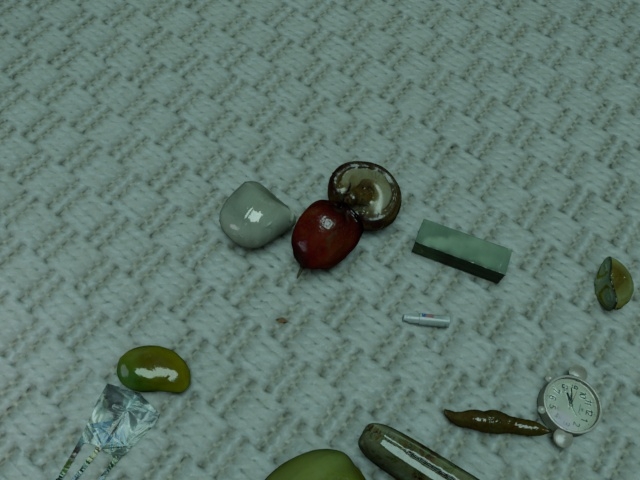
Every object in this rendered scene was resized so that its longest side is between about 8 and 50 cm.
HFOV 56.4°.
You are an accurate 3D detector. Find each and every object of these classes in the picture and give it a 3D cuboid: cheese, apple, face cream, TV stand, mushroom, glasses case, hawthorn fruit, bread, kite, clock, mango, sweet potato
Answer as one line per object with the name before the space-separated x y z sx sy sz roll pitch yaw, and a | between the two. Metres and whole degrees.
cheese | -0.193 -0.069 1.732 0.198 0.154 0.189 39 74 15
apple | -0.018 0.615 1.346 0.279 0.279 0.279 1 64 -2
face cream | 0.295 0.222 1.672 0.130 0.034 0.034 5 64 1
TV stand | 0.410 0.031 1.745 0.269 0.083 0.088 21 67 7
mushroom | 0.131 -0.131 1.795 0.231 0.138 0.194 47 57 7
glasses case | 0.285 0.575 1.430 0.425 0.156 0.098 29 65 12
hawthorn fruit | 0.000 0.000 1.705 0.189 0.189 0.251 39 91 16
bread | 0.849 0.123 1.715 0.094 0.083 0.157 -5 66 -8
kite | -0.545 0.524 1.504 0.169 0.015 0.310 23 65 8
clock | 0.650 0.435 1.568 0.156 0.063 0.229 19 62 10
mango | -0.435 0.338 1.566 0.191 0.085 0.122 6 53 -10
sweet potato | 0.457 0.470 1.540 0.274 0.067 0.067 6 64 6
